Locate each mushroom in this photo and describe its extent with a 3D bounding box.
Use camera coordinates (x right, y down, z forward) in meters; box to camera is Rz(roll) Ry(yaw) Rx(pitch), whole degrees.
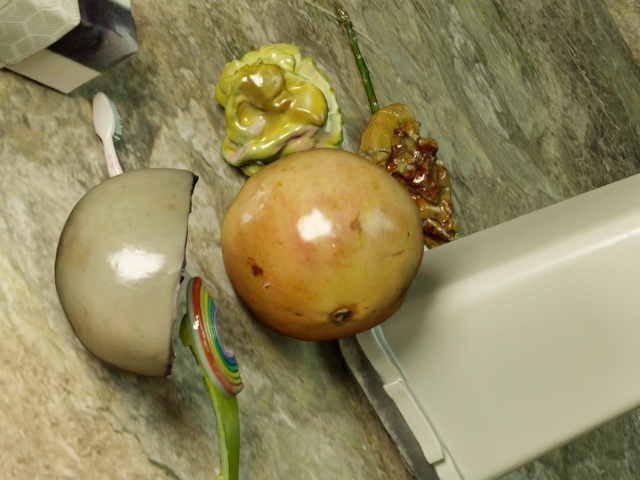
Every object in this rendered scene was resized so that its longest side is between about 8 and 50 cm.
[{"bbox_3d":[-0.153,0.017,1.303,0.117,0.141,0.188,19,40,-10],"label":"mushroom"}]

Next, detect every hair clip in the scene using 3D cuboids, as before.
[{"bbox_3d":[-0.086,0.126,1.351,0.060,0.033,0.188,-58,140,-69],"label":"hair clip"}]

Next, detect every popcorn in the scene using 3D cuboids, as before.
[{"bbox_3d":[-0.041,-0.125,1.643,0.126,0.125,0.145,-76,155,-69],"label":"popcorn"}]

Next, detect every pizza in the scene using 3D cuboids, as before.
[{"bbox_3d":[0.119,-0.070,1.959,0.194,0.069,0.154,56,25,-14],"label":"pizza"}]

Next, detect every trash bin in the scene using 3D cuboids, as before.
[{"bbox_3d":[0.219,0.070,1.672,0.296,0.367,0.256,60,26,-8],"label":"trash bin"}]

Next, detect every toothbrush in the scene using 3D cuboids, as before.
[{"bbox_3d":[-0.163,-0.010,1.415,0.027,0.021,0.269,13,56,-53],"label":"toothbrush"}]

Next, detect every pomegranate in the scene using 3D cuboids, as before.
[{"bbox_3d":[0.001,0.000,1.532,0.191,0.191,0.191,44,32,-37],"label":"pomegranate"}]

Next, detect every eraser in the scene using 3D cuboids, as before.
[{"bbox_3d":[-0.303,-0.224,1.255,0.404,0.096,0.098,20,49,-56],"label":"eraser"}]

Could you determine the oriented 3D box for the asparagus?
[{"bbox_3d":[0.048,-0.230,2.036,0.016,0.016,0.163,-3,69,-43],"label":"asparagus"}]
